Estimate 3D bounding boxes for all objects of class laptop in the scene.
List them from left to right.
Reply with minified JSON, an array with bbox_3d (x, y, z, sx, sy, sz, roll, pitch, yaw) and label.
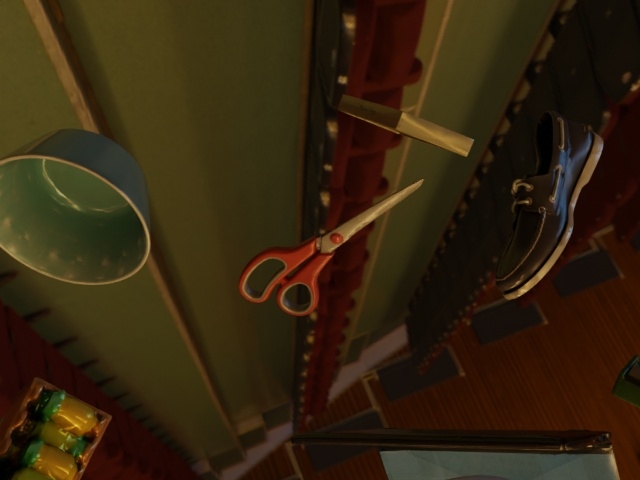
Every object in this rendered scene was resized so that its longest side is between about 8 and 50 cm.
[{"bbox_3d":[0.224,0.395,1.104,0.382,0.236,0.408,-8,165,30],"label":"laptop"}]

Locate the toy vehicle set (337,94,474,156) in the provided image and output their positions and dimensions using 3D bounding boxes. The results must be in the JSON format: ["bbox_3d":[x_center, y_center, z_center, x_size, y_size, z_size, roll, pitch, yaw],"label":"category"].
[{"bbox_3d":[0.161,-0.231,1.504,0.166,0.267,0.035,16,99,-27],"label":"toy vehicle set"}]

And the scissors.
[{"bbox_3d":[0.000,0.000,0.918,0.109,0.021,0.297,30,131,-12],"label":"scissors"}]

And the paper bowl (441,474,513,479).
[{"bbox_3d":[0.046,0.219,0.349,0.284,0.148,0.284,-20,143,-16],"label":"paper bowl"}]

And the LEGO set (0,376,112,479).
[{"bbox_3d":[-0.165,0.145,0.206,0.287,0.132,0.107,-34,157,-28],"label":"LEGO set"}]

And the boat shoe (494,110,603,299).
[{"bbox_3d":[0.201,-0.038,0.717,0.206,0.065,0.075,-59,-168,-25],"label":"boat shoe"}]

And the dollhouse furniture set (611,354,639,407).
[{"bbox_3d":[0.500,0.190,1.059,0.302,0.151,0.197,-15,128,-53],"label":"dollhouse furniture set"}]

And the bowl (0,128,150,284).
[{"bbox_3d":[-0.441,-0.080,1.384,0.312,0.163,0.311,5,134,5],"label":"bowl"}]
